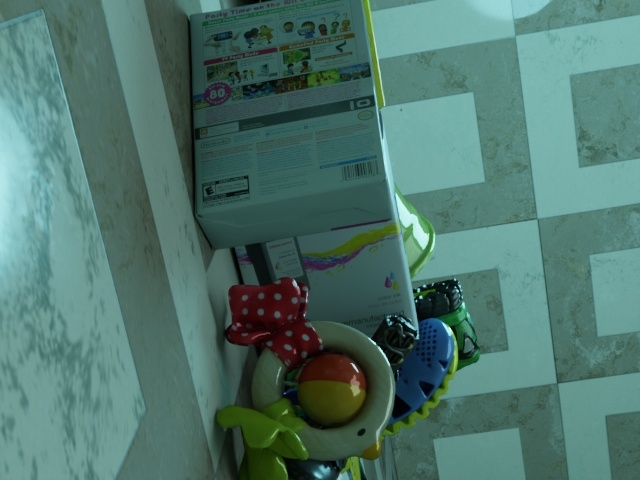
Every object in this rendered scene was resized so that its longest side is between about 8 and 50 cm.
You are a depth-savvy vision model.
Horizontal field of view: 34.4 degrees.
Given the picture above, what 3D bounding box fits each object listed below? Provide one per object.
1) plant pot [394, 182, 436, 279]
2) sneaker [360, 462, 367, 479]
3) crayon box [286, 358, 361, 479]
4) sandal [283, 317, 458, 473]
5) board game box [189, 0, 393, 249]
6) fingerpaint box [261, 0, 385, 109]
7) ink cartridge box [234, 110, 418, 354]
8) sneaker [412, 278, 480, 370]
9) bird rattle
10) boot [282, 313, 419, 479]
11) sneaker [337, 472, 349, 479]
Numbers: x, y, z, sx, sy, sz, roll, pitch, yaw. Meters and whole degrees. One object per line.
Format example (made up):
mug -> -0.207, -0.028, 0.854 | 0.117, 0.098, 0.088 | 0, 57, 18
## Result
plant pot -> 0.018, -0.064, 1.694 | 0.276, 0.276, 0.253 | -89, 157, -60
sneaker -> 0.067, 0.458, 1.911 | 0.170, 0.051, 0.089 | -101, 177, -64
crayon box -> 0.008, 0.319, 1.712 | 0.165, 0.081, 0.278 | -92, 171, -51
sandal -> 0.054, 0.216, 1.457 | 0.138, 0.317, 0.126 | 50, 0, -30
board game box -> -0.040, -0.155, 1.259 | 0.097, 0.224, 0.303 | 69, 14, -60
fingerpaint box -> -0.014, -0.431, 1.914 | 0.371, 0.163, 0.444 | 176, -95, -84
ink cartridge box -> 0.000, 0.000, 1.408 | 0.131, 0.226, 0.306 | -91, 169, -60
sneaker -> 0.120, 0.161, 1.651 | 0.344, 0.134, 0.146 | -15, -82, 62
bird rattle -> -0.018, 0.163, 1.188 | 0.143, 0.207, 0.253 | 104, -5, -53
boot -> 0.039, 0.194, 1.281 | 0.229, 0.091, 0.263 | -55, 180, 11
sneaker -> 0.017, 0.471, 1.565 | 0.123, 0.106, 0.290 | -73, 149, -52
